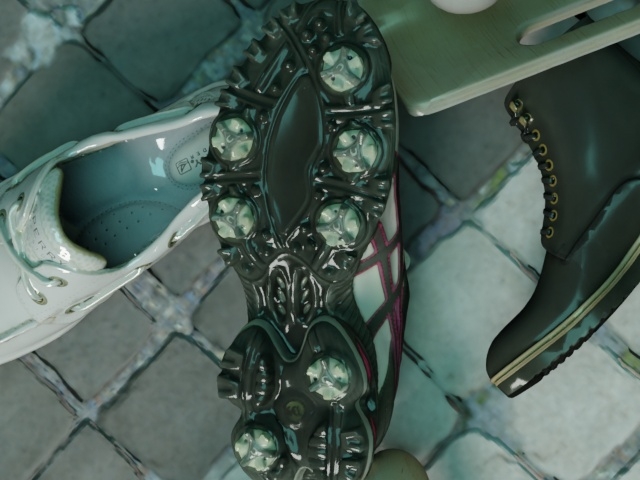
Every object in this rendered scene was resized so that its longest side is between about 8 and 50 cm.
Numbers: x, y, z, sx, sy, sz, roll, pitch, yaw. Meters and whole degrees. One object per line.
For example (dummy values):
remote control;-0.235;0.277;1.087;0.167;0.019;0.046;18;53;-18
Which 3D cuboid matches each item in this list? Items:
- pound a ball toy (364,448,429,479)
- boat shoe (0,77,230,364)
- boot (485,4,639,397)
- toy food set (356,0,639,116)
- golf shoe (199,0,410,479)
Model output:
pound a ball toy;0.023;0.304;0.961;0.208;0.136;0.319;-26;92;10
boat shoe;-0.146;-0.010;1.000;0.277;0.096;0.098;-33;88;10
boot;0.131;-0.022;0.972;0.137;0.077;0.198;43;87;8
toy food set;0.097;-0.240;0.882;0.220;0.092;0.306;-22;113;-2
golf shoe;0.000;0.000;0.952;0.105;0.120;0.272;8;104;20
